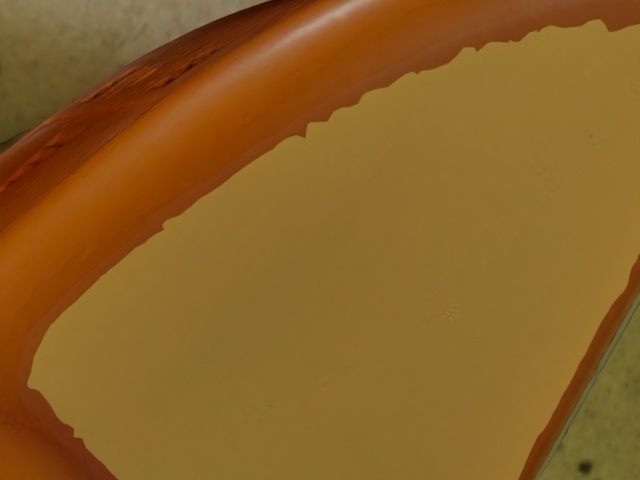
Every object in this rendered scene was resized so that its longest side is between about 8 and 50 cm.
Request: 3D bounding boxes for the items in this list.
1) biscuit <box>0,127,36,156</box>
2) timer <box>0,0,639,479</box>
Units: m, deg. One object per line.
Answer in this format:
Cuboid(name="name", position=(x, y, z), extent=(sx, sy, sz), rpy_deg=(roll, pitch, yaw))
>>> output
Cuboid(name="biscuit", position=(-0.160, 0.015, 0.700), extent=(0.164, 0.047, 0.208), rpy_deg=(42, 79, -22))
Cuboid(name="timer", position=(0.000, 0.000, 0.607), extent=(0.250, 0.257, 0.161), rpy_deg=(-45, 103, -12))
